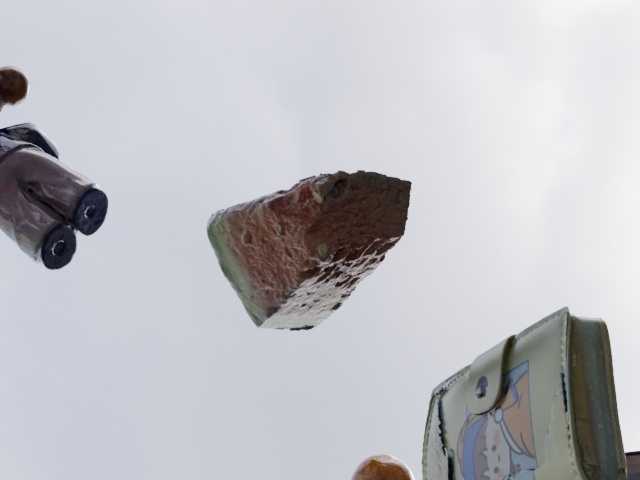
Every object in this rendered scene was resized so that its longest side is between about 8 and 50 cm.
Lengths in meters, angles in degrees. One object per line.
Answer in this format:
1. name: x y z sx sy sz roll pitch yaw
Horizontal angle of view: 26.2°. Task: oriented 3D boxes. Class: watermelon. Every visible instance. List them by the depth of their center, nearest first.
1. watermelon: 0.000 0.000 1.699 0.193 0.257 0.139 12 -125 -47

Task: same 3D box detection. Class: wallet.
1. wallet: 0.107 0.109 0.766 0.039 0.155 0.110 10 -118 -24

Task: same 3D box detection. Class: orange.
1. orange: 0.076 0.299 1.665 0.084 0.084 0.083 -15 -68 -42

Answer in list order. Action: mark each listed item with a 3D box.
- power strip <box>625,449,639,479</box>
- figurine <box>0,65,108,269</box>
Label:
1. power strip: 0.238 0.179 0.839 0.279 0.037 0.109 -5 -104 -7
2. figurine: -0.321 -0.067 1.202 0.194 0.274 0.133 -33 -29 -6
